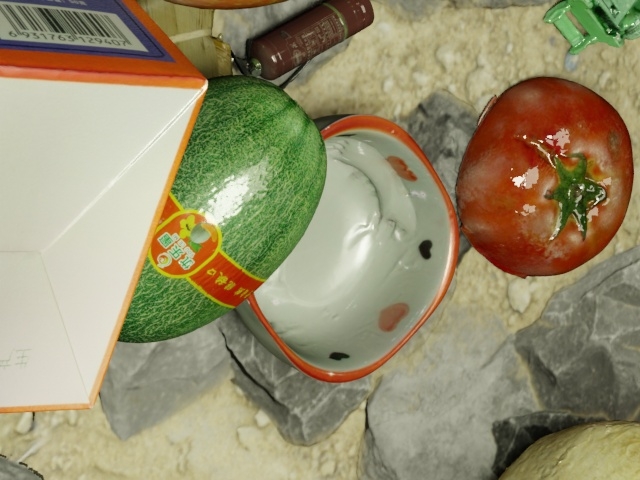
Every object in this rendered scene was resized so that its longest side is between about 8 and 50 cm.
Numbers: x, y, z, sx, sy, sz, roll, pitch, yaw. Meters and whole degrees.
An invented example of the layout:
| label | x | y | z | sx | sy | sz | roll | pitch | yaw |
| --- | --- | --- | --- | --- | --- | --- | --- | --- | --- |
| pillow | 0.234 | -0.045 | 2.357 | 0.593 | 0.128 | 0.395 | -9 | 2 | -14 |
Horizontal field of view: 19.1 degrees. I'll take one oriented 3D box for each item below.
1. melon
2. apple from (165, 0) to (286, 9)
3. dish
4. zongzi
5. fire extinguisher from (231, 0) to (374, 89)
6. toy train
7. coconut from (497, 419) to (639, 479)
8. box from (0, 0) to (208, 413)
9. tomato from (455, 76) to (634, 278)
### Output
| label | x | y | z | sx | sy | sz | roll | pitch | yaw |
| --- | --- | --- | --- | --- | --- | --- | --- | --- | --- |
| melon | -0.121 | -0.018 | 1.628 | 0.288 | 0.182 | 0.182 | -44 | 125 | 12 |
| apple | -0.061 | -0.348 | 1.589 | 0.277 | 0.319 | 0.319 | 0 | 100 | -22 |
| dish | 0.000 | 0.000 | 1.824 | 0.256 | 0.117 | 0.256 | -8 | 104 | -34 |
| zongzi | -0.173 | -0.197 | 1.685 | 0.195 | 0.099 | 0.197 | -1 | 86 | -34 |
| fire extinguisher | -0.020 | -0.185 | 1.821 | 0.157 | 0.045 | 0.078 | -33 | 138 | -27 |
| toy train | 0.312 | -0.271 | 2.016 | 0.099 | 0.081 | 0.149 | 44 | 69 | -32 |
| coconut | 0.314 | 0.328 | 2.006 | 0.254 | 0.297 | 0.297 | -32 | 117 | -42 |
| box | -0.327 | -0.061 | 1.446 | 0.349 | 0.257 | 0.318 | -1 | 125 | -36 |
| tomato | 0.251 | -0.059 | 2.011 | 0.225 | 0.085 | 0.225 | -10 | 108 | -34 |
